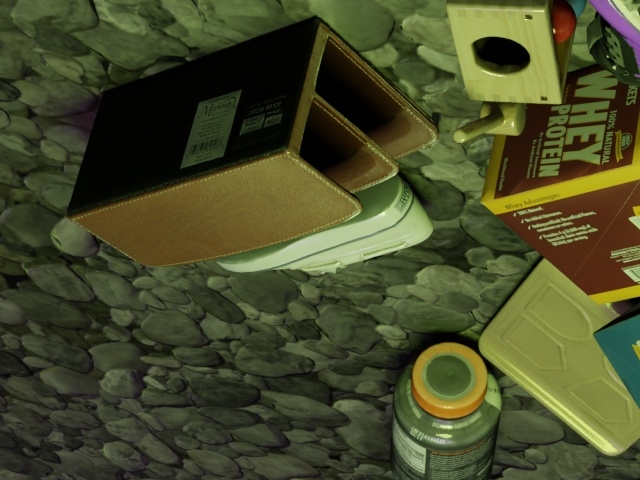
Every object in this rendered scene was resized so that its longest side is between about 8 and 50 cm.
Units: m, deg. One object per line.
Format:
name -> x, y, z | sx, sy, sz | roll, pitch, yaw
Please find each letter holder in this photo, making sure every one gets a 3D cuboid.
letter holder -> -0.060, -0.064, 1.901 | 0.302, 0.152, 0.214 | -14, 141, 40

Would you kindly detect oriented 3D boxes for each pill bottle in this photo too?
pill bottle -> 0.150, 0.215, 2.295 | 0.130, 0.130, 0.245 | 11, 150, 7

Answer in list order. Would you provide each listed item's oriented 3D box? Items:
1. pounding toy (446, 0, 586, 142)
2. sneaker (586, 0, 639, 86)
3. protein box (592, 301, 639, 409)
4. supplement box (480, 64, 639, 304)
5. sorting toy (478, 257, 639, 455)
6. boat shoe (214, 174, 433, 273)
pounding toy -> 0.171, -0.157, 1.610 | 0.094, 0.181, 0.206 | 4, 148, 17
sneaker -> 0.267, -0.177, 1.567 | 0.146, 0.102, 0.293 | -5, 162, 42
protein box -> 0.412, 0.124, 1.900 | 0.199, 0.136, 0.201 | 58, 158, 2
supplement box -> 0.289, -0.056, 1.780 | 0.191, 0.129, 0.194 | -15, 139, 40
sorting toy -> 0.334, 0.153, 2.110 | 0.307, 0.041, 0.229 | 39, 147, 5
boat shoe -> 0.000, 0.000, 2.035 | 0.258, 0.095, 0.084 | -11, 137, 38
